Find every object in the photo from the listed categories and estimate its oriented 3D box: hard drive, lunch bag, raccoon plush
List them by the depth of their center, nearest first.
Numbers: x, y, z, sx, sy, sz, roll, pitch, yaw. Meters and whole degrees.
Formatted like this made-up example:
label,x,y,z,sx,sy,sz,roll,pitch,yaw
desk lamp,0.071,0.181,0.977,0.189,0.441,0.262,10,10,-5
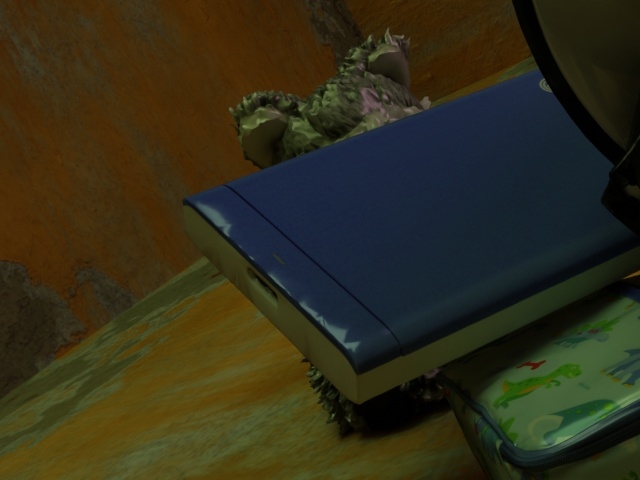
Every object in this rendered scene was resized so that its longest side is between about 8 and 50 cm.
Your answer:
label,x,y,z,sx,sy,sz,roll,pitch,yaw
lunch bag,0.174,0.092,0.689,0.176,0.090,0.219,-25,9,-2
hard drive,0.098,-0.022,0.783,0.319,0.040,0.210,-22,39,-25
raccoon plush,0.000,0.000,1.078,0.216,0.299,0.446,-34,9,-29

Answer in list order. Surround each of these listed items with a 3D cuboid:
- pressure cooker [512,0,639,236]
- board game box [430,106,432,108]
label,x,y,z,sx,sy,sz,roll,pitch,yaw
pressure cooker,0.302,-0.190,0.631,0.375,0.370,0.420,-7,22,42
board game box,0.114,-0.031,1.162,0.027,0.145,0.281,-43,-5,-16
